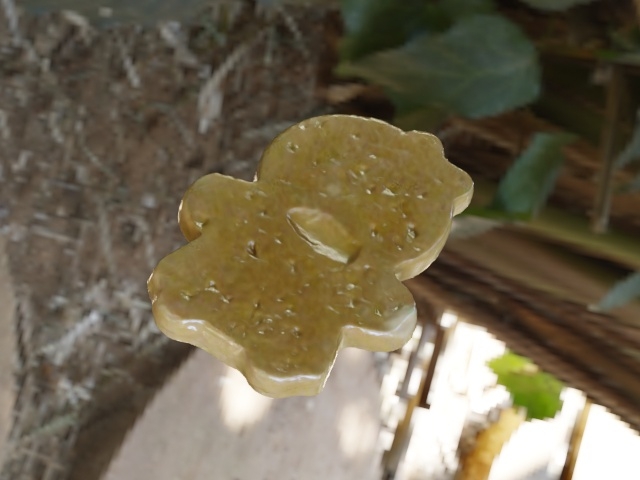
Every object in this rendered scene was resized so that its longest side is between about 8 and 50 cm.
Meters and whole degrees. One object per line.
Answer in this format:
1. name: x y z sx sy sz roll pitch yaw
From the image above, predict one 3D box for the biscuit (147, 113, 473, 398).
1. biscuit: -0.006 0.001 0.856 0.027 0.133 0.184 104 10 -52
